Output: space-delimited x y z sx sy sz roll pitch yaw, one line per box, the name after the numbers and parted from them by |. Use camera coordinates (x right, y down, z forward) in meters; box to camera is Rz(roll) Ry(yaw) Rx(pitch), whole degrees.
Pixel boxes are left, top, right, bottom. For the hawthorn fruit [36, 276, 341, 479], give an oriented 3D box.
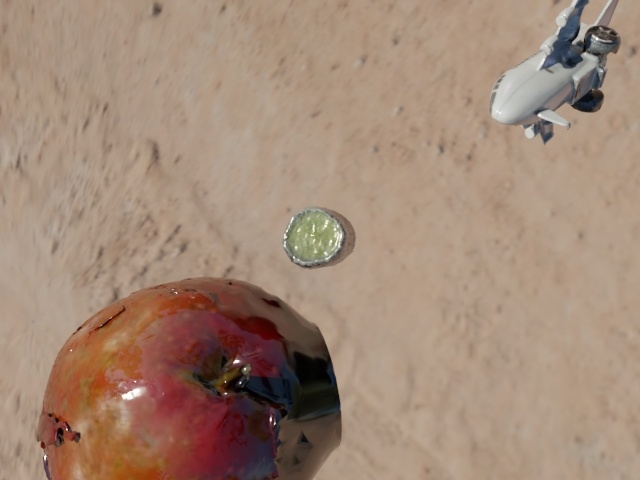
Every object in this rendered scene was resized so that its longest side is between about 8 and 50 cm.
-0.123 0.175 1.481 0.315 0.316 0.316 1 87 -11 | hawthorn fruit

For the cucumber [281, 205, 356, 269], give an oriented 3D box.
0.000 0.000 1.425 0.064 0.112 0.064 0 88 9 | cucumber

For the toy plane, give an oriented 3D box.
0.175 -0.123 1.080 0.065 0.162 0.171 24 42 16 | toy plane
